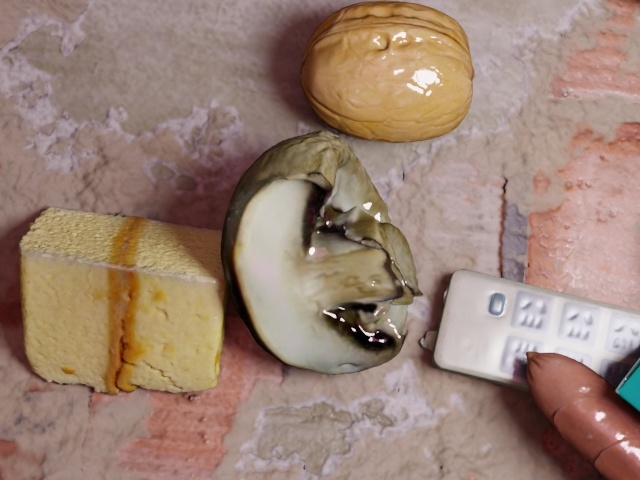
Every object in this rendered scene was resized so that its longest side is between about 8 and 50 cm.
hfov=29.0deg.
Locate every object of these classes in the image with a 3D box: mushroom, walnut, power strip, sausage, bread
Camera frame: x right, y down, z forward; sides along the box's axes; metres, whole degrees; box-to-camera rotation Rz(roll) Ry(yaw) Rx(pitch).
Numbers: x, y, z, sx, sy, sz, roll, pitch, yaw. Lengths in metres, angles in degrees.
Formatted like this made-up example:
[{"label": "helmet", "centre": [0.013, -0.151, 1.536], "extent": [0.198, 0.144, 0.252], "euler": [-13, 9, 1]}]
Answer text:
[{"label": "mushroom", "centre": [-0.005, 0.005, 1.376], "extent": [0.189, 0.164, 0.267], "euler": [-27, 117, 20]}, {"label": "walnut", "centre": [0.076, -0.192, 1.405], "extent": [0.197, 0.165, 0.165], "euler": [10, 81, -1]}, {"label": "power strip", "centre": [0.253, 0.115, 1.410], "extent": [0.270, 0.046, 0.118], "euler": [14, 82, 4]}, {"label": "sausage", "centre": [0.374, 0.262, 1.281], "extent": [0.433, 0.088, 0.088], "euler": [41, 84, 16]}, {"label": "bread", "centre": [-0.226, 0.076, 1.433], "extent": [0.240, 0.135, 0.178], "euler": [7, 115, 1]}]

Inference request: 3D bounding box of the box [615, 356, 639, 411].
[{"label": "box", "centre": [0.430, 0.195, 1.268], "extent": [0.245, 0.153, 0.092], "euler": [40, 100, 17]}]
